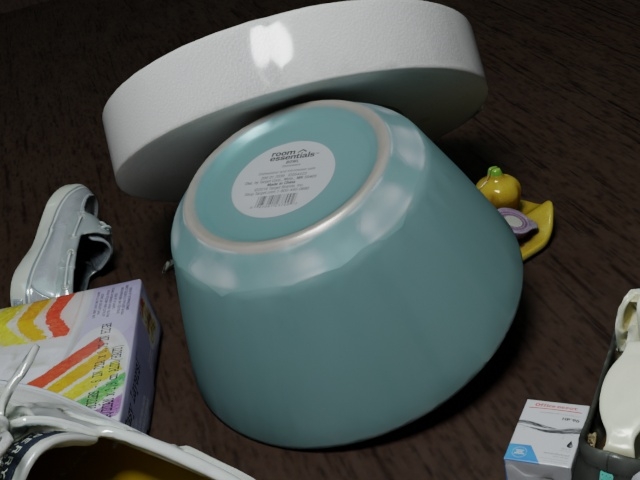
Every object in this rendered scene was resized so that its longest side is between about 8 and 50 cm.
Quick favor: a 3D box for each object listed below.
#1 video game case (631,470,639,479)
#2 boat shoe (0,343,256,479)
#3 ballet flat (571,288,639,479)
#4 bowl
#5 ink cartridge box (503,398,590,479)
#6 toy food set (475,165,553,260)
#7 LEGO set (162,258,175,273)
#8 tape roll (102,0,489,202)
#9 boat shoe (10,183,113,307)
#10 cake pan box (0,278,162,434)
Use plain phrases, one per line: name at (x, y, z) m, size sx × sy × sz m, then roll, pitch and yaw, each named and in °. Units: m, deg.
video game case at (0.257, 0.173, 0.535) m, size 0.143 × 0.019 × 0.157 m, roll -11°, pitch 60°, yaw -32°
boat shoe at (-0.182, 0.152, 0.657) m, size 0.367 × 0.156 × 0.136 m, roll 17°, pitch 59°, yaw 21°
ballet flat at (0.243, 0.097, 0.718) m, size 0.095 × 0.096 × 0.280 m, roll 2°, pitch 32°, yaw 27°
bowl at (0.000, 0.000, 0.850) m, size 0.311 × 0.163 × 0.311 m, roll -15°, pitch 41°, yaw 14°
ink cartridge box at (0.168, 0.143, 0.737) m, size 0.048 × 0.028 × 0.083 m, roll 3°, pitch 32°, yaw 26°
toy food set at (0.130, -0.014, 0.987) m, size 0.218 × 0.071 × 0.128 m, roll -30°, pitch 33°, yaw -27°
LEGO set at (-0.131, 0.023, 1.079) m, size 0.083 × 0.023 × 0.054 m, roll -13°, pitch 29°, yaw 1°
tape roll at (-0.022, -0.129, 1.030) m, size 0.392 × 0.072 × 0.392 m, roll -15°, pitch -9°, yaw -2°
boat shoe at (-0.267, 0.015, 1.109) m, size 0.081 × 0.079 × 0.227 m, roll 0°, pitch 35°, yaw 5°
cake pan box at (-0.271, 0.150, 0.871) m, size 0.245 × 0.070 × 0.267 m, roll -13°, pitch 30°, yaw 4°
